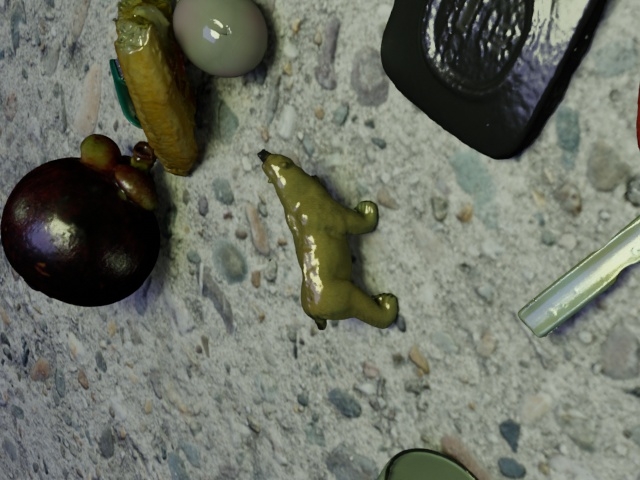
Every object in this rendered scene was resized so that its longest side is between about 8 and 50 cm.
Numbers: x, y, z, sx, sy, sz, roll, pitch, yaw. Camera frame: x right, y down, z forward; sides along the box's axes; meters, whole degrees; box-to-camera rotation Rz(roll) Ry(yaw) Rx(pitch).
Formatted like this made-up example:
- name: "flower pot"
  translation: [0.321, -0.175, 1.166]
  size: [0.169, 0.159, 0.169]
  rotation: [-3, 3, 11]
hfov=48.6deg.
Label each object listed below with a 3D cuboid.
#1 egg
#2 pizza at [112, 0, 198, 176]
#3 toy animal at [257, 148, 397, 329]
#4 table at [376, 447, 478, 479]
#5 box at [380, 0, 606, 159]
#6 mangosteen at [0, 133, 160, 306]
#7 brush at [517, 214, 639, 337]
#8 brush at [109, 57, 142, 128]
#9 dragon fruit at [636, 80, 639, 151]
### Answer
- name: "egg"
  translation: [-0.120, -0.251, 0.846]
  size: [0.135, 0.103, 0.103]
  rotation: [44, 125, 33]
- name: "pizza"
  translation: [-0.213, -0.257, 0.917]
  size: [0.280, 0.075, 0.288]
  rotation: [92, 166, -71]
- name: "toy animal"
  translation: [0.000, 0.000, 0.780]
  size: [0.103, 0.101, 0.219]
  rotation: [-10, 90, 46]
- name: "table"
  translation: [0.081, 0.340, 0.748]
  size: [0.126, 0.126, 0.220]
  rotation: [42, 124, 30]
- name: "box"
  translation: [0.146, -0.202, 0.646]
  size: [0.201, 0.042, 0.212]
  rotation: [42, 124, 28]
- name: "mangosteen"
  translation: [-0.320, -0.034, 1.015]
  size: [0.265, 0.228, 0.228]
  rotation: [-49, 60, 2]
- name: "brush"
  translation: [0.246, 0.022, 0.605]
  size: [0.178, 0.030, 0.033]
  rotation: [-46, 59, 27]
- name: "brush"
  translation: [-0.265, -0.216, 0.997]
  size: [0.032, 0.043, 0.193]
  rotation: [-49, 40, 17]
- name: "dragon fruit"
  translation: [0.305, -0.115, 0.358]
  size: [0.189, 0.290, 0.291]
  rotation: [33, 119, 33]
